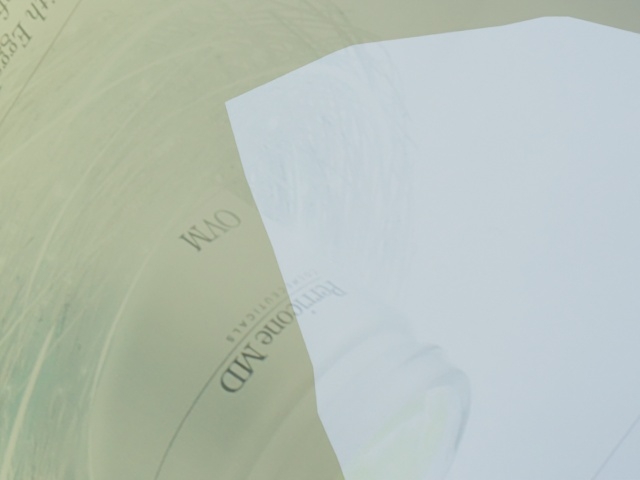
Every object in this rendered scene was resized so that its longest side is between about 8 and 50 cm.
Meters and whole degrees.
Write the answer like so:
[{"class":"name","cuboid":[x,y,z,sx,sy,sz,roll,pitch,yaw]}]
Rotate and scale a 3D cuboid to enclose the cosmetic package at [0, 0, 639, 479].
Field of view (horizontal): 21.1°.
[{"class":"cosmetic package","cuboid":[0.000,0.000,0.446,0.225,0.138,0.224,35,99,4]}]
